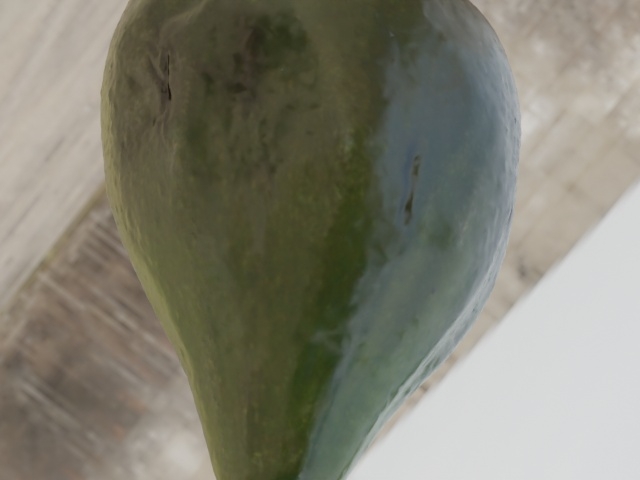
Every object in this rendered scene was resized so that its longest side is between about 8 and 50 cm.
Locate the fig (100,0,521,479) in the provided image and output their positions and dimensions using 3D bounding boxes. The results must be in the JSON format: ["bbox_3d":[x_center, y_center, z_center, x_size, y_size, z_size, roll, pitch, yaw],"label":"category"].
[{"bbox_3d":[0.000,0.000,0.446,0.117,0.117,0.177,-48,-148,44],"label":"fig"}]
